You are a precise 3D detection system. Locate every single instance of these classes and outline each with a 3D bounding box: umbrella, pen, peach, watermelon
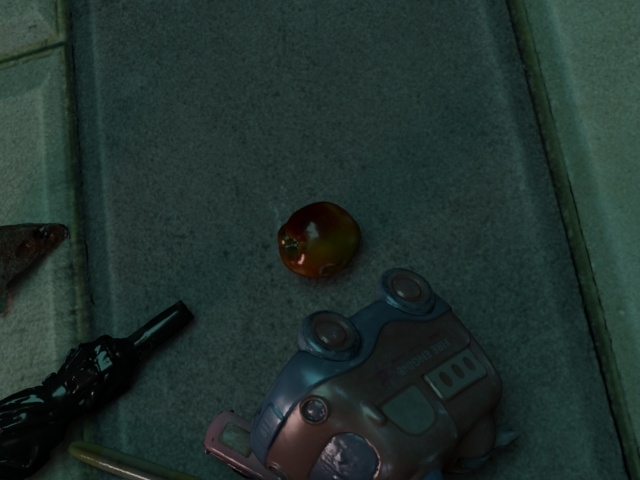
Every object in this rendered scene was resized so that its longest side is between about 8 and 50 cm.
[{"bbox_3d":[-0.309,0.190,1.794,0.340,0.118,0.118,-36,60,-12],"label":"umbrella"},{"bbox_3d":[-0.220,0.298,1.747,0.233,0.032,0.040,14,93,24],"label":"pen"},{"bbox_3d":[0.000,0.000,1.787,0.100,0.101,0.101,-7,63,14],"label":"peach"},{"bbox_3d":[-0.448,-0.002,1.919,0.158,0.121,0.098,-49,40,-13],"label":"watermelon"}]

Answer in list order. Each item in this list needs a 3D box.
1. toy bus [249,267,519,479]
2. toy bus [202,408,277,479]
[{"bbox_3d":[0.078,0.194,1.576,0.232,0.197,0.294,44,42,19],"label":"toy bus"},{"bbox_3d":[-0.047,0.273,1.669,0.203,0.090,0.063,24,75,26],"label":"toy bus"}]
